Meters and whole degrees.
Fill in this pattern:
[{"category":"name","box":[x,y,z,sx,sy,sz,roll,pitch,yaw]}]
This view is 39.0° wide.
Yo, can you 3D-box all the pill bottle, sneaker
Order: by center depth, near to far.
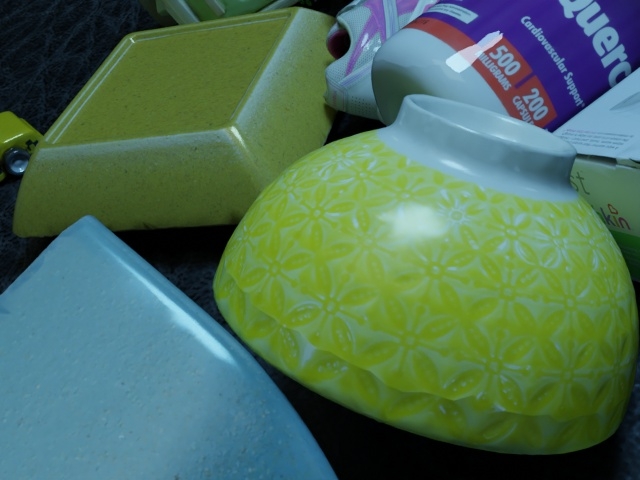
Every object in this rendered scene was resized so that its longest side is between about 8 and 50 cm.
[{"category":"pill bottle","box":[0.214,-0.178,0.793,0.323,0.181,0.181,-38,45,-11]},{"category":"sneaker","box":[0.067,-0.224,0.944,0.111,0.103,0.252,11,52,7]}]

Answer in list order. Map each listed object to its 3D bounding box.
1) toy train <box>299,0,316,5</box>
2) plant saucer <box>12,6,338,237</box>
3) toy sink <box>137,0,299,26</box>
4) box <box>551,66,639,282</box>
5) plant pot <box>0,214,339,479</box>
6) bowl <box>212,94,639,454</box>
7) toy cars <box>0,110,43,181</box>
[{"category":"toy train","box":[-0.038,-0.318,1.158,0.083,0.023,0.017,21,61,39]},{"category":"plant saucer","box":[-0.146,-0.147,0.980,0.333,0.081,0.332,-3,42,23]},{"category":"toy sink","box":[-0.139,-0.336,1.114,0.234,0.153,0.131,-26,48,15]},{"category":"box","box":[0.320,-0.067,0.615,0.231,0.126,0.262,-37,22,-10]},{"category":"plant pot","box":[-0.107,0.186,0.572,0.252,0.247,0.248,30,66,23]},{"category":"bowl","box":[0.087,-0.005,0.598,0.290,0.156,0.289,15,19,-5]},{"category":"toy cars","box":[-0.535,-0.079,1.126,0.394,0.087,0.176,-13,45,14]}]
